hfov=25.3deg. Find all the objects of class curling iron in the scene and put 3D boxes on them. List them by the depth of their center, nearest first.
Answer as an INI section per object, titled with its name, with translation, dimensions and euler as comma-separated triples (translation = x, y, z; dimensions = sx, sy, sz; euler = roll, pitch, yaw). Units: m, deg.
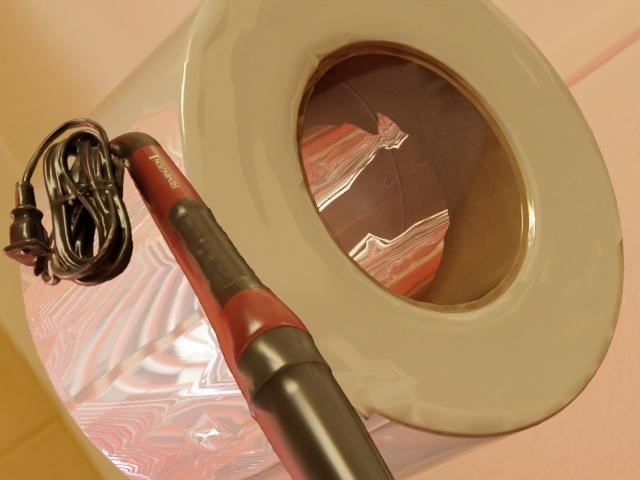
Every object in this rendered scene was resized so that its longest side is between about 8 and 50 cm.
[curling iron]
translation = -0.026, 0.048, 0.468
dimensions = 0.068, 0.035, 0.274
euler = -44, -125, 0

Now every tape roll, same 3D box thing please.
[tape roll]
translation = 0.000, 0.000, 0.688
dimensions = 0.169, 0.246, 0.246
euler = -33, -91, 49
